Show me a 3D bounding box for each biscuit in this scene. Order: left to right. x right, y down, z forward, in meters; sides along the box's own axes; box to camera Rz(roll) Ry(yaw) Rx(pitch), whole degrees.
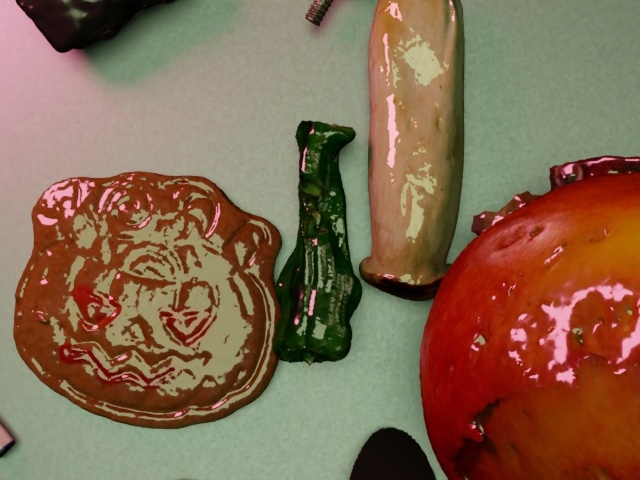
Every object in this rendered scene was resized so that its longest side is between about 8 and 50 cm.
[{"bbox_3d":[-0.169,0.057,1.320,0.273,0.049,0.257,8,86,1],"label":"biscuit"}]

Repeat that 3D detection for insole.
[{"bbox_3d":[0.072,0.329,1.241,0.109,0.007,0.322,10,60,-20],"label":"insole"}]

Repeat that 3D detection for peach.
[{"bbox_3d":[0.264,0.108,1.136,0.353,0.416,0.339,-15,102,-22],"label":"peach"}]

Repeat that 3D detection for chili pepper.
[{"bbox_3d":[0.000,0.000,1.287,0.083,0.099,0.253,4,76,-5],"label":"chili pepper"}]

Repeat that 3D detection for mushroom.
[{"bbox_3d":[0.093,-0.096,1.305,0.100,0.081,0.312,3,85,2],"label":"mushroom"}]

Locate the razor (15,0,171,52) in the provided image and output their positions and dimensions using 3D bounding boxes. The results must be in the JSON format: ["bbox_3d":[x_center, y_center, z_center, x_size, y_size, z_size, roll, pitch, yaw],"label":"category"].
[{"bbox_3d":[-0.275,-0.359,1.324,0.189,0.107,0.327,-35,85,-2],"label":"razor"}]

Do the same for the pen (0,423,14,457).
[{"bbox_3d":[-0.403,0.113,1.330,0.033,0.033,0.269,-40,86,-1],"label":"pen"}]

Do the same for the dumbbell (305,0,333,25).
[{"bbox_3d":[0.054,-0.330,1.316,0.110,0.110,0.254,30,93,4],"label":"dumbbell"}]
